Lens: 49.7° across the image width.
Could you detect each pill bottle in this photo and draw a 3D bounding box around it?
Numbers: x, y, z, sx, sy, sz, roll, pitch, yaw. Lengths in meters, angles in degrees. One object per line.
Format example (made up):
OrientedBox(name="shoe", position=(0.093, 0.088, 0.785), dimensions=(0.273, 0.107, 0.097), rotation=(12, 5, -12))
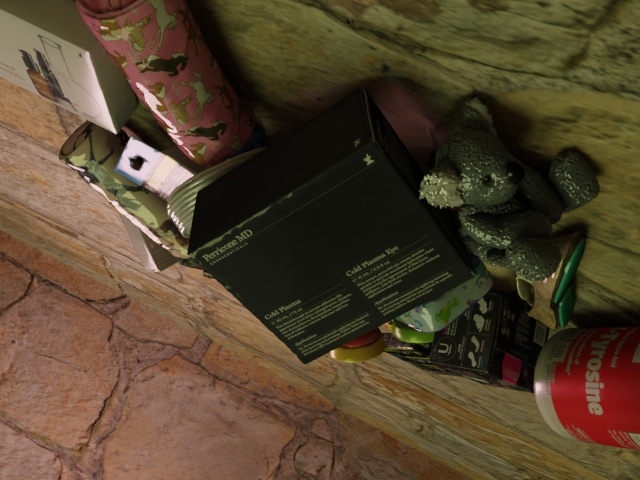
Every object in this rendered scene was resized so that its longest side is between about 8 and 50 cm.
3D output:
OrientedBox(name="pill bottle", position=(0.614, 0.269, 1.255), dimensions=(0.229, 0.229, 0.407), rotation=(38, 156, -20))

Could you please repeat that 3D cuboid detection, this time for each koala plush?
OrientedBox(name="koala plush", position=(0.245, -0.080, 1.010), dimensions=(0.221, 0.196, 0.203), rotation=(38, 166, -31))

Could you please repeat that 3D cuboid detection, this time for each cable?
OrientedBox(name="cable", position=(-0.165, -0.091, 1.307), dimensions=(0.257, 0.257, 0.089), rotation=(131, 115, -82))

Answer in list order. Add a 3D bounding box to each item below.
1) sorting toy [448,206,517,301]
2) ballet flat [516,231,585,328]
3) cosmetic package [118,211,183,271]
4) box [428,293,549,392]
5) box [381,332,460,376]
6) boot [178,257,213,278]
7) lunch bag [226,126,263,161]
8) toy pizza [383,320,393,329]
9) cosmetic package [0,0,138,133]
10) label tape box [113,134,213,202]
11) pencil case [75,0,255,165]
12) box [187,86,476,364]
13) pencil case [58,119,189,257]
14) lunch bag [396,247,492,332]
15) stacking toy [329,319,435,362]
OrientedBox(name="sorting toy", position=(0.282, 0.046, 1.384), dimensions=(0.196, 0.047, 0.348), rotation=(7, 147, 33))
OrientedBox(name="ballet flat", position=(0.406, 0.072, 1.252), dimensions=(0.106, 0.108, 0.316), rotation=(26, 157, 27))
OrientedBox(name="cosmetic package", position=(-0.451, -0.047, 1.858), dimensions=(0.107, 0.127, 0.238), rotation=(-2, 114, 53))
OrientedBox(name="box", position=(0.358, 0.213, 1.449), dimensions=(0.142, 0.163, 0.247), rotation=(2, 162, 41))
OrientedBox(name="box", position=(0.243, 0.266, 1.611), dimensions=(0.184, 0.045, 0.190), rotation=(28, 163, -18))
OrientedBox(name="boot", position=(-0.278, 0.045, 1.961), dimensions=(0.260, 0.131, 0.348), rotation=(30, 158, -1))
OrientedBox(name="lunch bag", position=(-0.157, -0.189, 1.367), dimensions=(0.065, 0.098, 0.067), rotation=(41, 165, 21))
OrientedBox(name="toy pizza", position=(0.188, 0.211, 1.894), dimensions=(0.201, 0.032, 0.201), rotation=(25, 157, 11))
OrientedBox(name="cosmetic package", position=(-0.577, -0.402, 1.413), dimensions=(0.377, 0.097, 0.284), rotation=(26, 155, 7))
OrientedBox(name="label tape box", position=(-0.272, -0.138, 1.541), dimensions=(0.333, 0.106, 0.240), rotation=(34, 155, -15))
OrientedBox(name="pencil case", position=(-0.241, -0.291, 1.149), dimensions=(0.160, 0.167, 0.386), rotation=(40, 167, 34))
OrientedBox(name="box", position=(0.019, -0.013, 1.130), dimensions=(0.343, 0.179, 0.312), rotation=(-29, 125, 18))
OrientedBox(name="pencil case", position=(-0.443, -0.140, 1.704), dimensions=(0.160, 0.184, 0.410), rotation=(-31, 119, 28))
OrientedBox(name="lunch bag", position=(0.192, 0.069, 1.259), dimensions=(0.219, 0.176, 0.090), rotation=(21, 142, 62))
OrientedBox(name="stacking toy", position=(0.133, 0.132, 1.537), dimensions=(0.309, 0.279, 0.130), rotation=(-119, 20, -72))
